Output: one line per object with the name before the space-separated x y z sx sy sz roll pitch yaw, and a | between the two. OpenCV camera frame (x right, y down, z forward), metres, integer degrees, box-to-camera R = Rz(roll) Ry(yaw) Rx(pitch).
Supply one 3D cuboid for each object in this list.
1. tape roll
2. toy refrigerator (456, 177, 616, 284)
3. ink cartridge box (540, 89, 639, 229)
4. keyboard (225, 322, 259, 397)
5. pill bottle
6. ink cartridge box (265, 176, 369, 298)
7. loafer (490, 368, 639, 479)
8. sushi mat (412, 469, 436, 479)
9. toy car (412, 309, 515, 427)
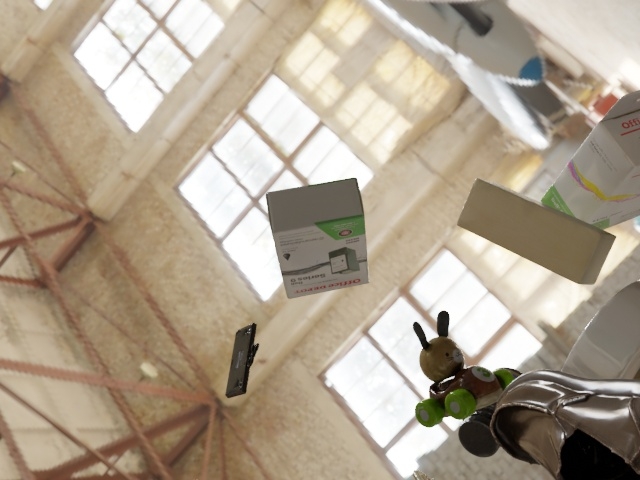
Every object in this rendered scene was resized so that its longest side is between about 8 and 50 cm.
tape roll | 0.556 0.214 1.605 0.100 0.286 0.286 36 -174 37
toy refrigerator | 0.403 -0.019 1.671 0.270 0.102 0.094 28 -166 34
ink cartridge box | 0.606 -0.155 1.736 0.119 0.207 0.353 62 157 22
keyboard | -0.183 0.289 2.164 0.023 0.108 0.180 24 -123 -30
pill bottle | 0.391 0.386 1.993 0.123 0.122 0.219 43 -142 7
ink cartridge box | 0.000 0.000 2.058 0.289 0.211 0.121 80 179 -56
loafer | 0.317 0.246 1.113 0.134 0.130 0.366 49 156 -5
sushi mat | 0.235 0.429 1.313 0.152 0.019 0.316 26 -177 -9
toy car | 0.238 0.222 1.622 0.155 0.149 0.188 -14 -100 -44
